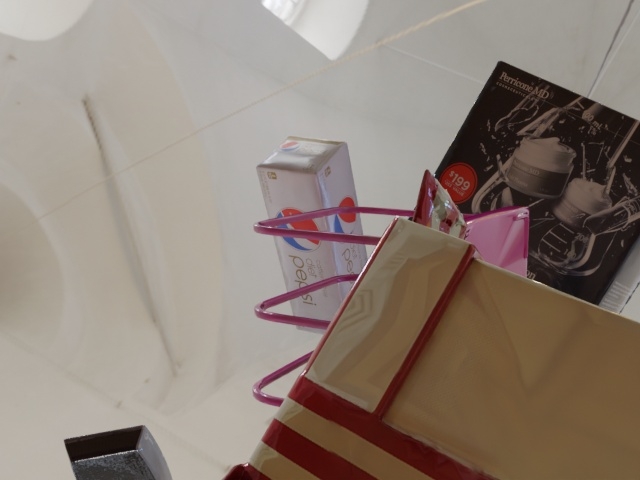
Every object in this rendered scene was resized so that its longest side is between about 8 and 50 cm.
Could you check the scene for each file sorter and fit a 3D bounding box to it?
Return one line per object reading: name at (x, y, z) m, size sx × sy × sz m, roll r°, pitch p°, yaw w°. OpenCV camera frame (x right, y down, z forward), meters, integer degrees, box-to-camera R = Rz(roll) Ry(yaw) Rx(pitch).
file sorter at (0.056, 0.119, 0.667) m, size 0.182 × 0.202 × 0.291 m, roll 5°, pitch -80°, yaw 30°

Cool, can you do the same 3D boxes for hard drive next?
hard drive at (-0.387, 0.460, 1.520) m, size 0.171 × 0.054 × 0.255 m, roll -9°, pitch -47°, yaw -2°

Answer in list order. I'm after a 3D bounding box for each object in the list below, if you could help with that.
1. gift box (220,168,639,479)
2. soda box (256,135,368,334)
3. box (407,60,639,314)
gift box at (0.092, 0.139, 0.370) m, size 0.258 × 0.276 × 0.255 m, roll 22°, pitch -109°, yaw 37°
soda box at (0.000, 0.000, 0.831) m, size 0.073 × 0.069 × 0.216 m, roll 9°, pitch -51°, yaw 29°
box at (0.371, -0.065, 1.249) m, size 0.343 × 0.179 × 0.313 m, roll 34°, pitch -81°, yaw 33°
